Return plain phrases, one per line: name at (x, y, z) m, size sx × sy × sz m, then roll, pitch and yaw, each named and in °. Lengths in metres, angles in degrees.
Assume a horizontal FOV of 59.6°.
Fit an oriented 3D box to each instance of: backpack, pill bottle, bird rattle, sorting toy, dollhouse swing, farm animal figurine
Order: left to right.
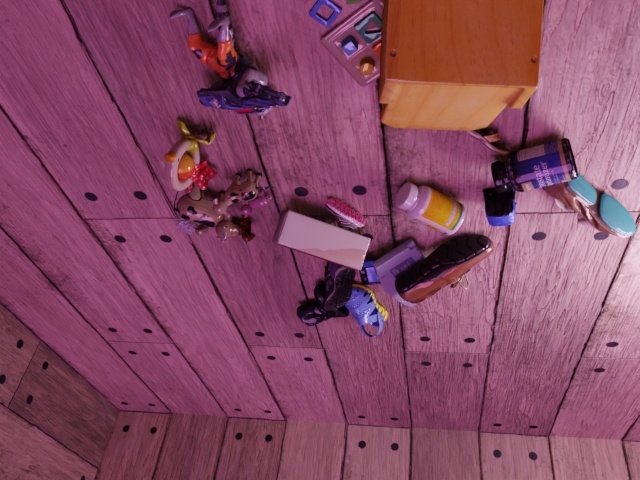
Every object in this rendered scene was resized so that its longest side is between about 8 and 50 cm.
bird rattle at (-0.423, -0.241, 1.737) m, size 0.143 × 0.207 × 0.253 m, roll 26°, pitch 133°, yaw 8°
farm animal figurine at (-0.345, -0.097, 1.911) m, size 0.327 × 0.172 × 0.330 m, roll 11°, pitch 142°, yaw -3°
sorting toy at (0.125, -0.490, 1.423) m, size 0.196 × 0.047 × 0.348 m, roll -25°, pitch 131°, yaw 35°
pill bottle at (0.353, -0.107, 1.807) m, size 0.209 × 0.117 × 0.117 m, roll 23°, pitch 140°, yaw -17°
dollhouse swing at (0.316, -0.448, 1.387) m, size 0.347 × 0.315 × 0.305 m, roll 1°, pitch -174°, yaw -1°
backpack at (0.574, -0.099, 1.770) m, size 0.098 × 0.120 × 0.101 m, roll -12°, pitch 138°, yaw 23°
pill bottle at (0.617, -0.210, 1.619) m, size 0.219 × 0.122 × 0.123 m, roll -14°, pitch 137°, yaw 29°

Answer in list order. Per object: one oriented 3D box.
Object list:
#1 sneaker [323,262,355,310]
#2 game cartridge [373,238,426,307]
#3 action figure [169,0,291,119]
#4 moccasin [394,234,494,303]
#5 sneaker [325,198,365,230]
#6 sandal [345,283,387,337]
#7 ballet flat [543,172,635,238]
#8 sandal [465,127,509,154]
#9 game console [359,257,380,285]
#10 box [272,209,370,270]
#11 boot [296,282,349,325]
sneaker at (0.063, 0.156, 2.198) m, size 0.107 × 0.124 × 0.283 m, roll -7°, pitch 139°, yaw -23°
game cartridge at (0.329, 0.133, 2.113) m, size 0.196 × 0.060 × 0.294 m, roll -36°, pitch 128°, yaw 9°
action figure at (-0.199, -0.448, 1.446) m, size 0.341 × 0.178 × 0.330 m, roll 15°, pitch 155°, yaw 34°
moccasin at (0.455, 0.111, 2.007) m, size 0.380 × 0.139 × 0.147 m, roll -39°, pitch 128°, yaw 17°
sneaker at (0.074, -0.083, 1.935) m, size 0.170 × 0.063 × 0.075 m, roll 29°, pitch 132°, yaw -31°
sandal at (0.182, 0.297, 2.339) m, size 0.126 × 0.138 × 0.317 m, roll -19°, pitch 132°, yaw 33°
ballet flat at (0.825, -0.105, 1.738) m, size 0.342 × 0.116 × 0.124 m, roll 27°, pitch 158°, yaw -22°
sandal at (0.476, -0.299, 1.591) m, size 0.180 × 0.072 × 0.049 m, roll 29°, pitch 116°, yaw -18°
game console at (0.208, 0.120, 2.142) m, size 0.144 × 0.085 × 0.124 m, roll -8°, pitch 103°, yaw 21°
box at (0.000, 0.000, 1.967) m, size 0.311 × 0.121 × 0.148 m, roll 18°, pitch 176°, yaw -11°
boot at (-0.020, 0.284, 2.393) m, size 0.207 × 0.094 × 0.246 m, roll -19°, pitch 140°, yaw 26°
